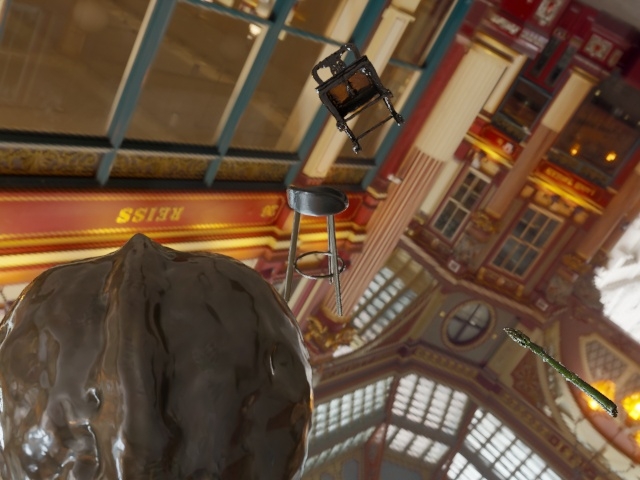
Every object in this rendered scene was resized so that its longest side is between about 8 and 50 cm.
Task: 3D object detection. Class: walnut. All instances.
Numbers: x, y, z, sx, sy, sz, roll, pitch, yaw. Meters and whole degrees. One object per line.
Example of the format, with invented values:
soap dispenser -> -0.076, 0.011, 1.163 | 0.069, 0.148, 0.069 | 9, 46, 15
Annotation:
walnut -> -0.109, 0.104, 0.456 | 0.224, 0.224, 0.224 | 24, -157, -11

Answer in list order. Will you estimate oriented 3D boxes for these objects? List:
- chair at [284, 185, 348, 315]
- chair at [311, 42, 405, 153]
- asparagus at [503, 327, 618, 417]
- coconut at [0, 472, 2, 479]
chair -> -0.001, 0.001, 1.048 | 0.104, 0.221, 0.095 | 11, -145, 18
chair -> 0.044, -0.277, 1.169 | 0.229, 0.106, 0.113 | 62, -171, 28
asparagus -> 0.367, 0.196, 1.039 | 0.023, 0.022, 0.233 | 14, -164, -34
coconut -> -0.581, 0.372, 1.251 | 0.227, 0.230, 0.227 | -4, -130, 4
